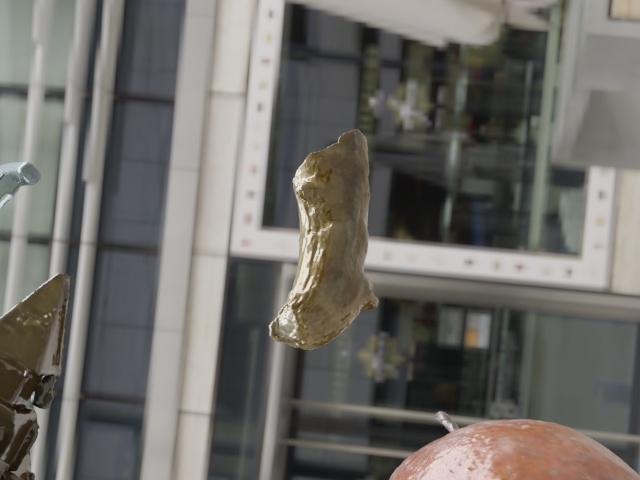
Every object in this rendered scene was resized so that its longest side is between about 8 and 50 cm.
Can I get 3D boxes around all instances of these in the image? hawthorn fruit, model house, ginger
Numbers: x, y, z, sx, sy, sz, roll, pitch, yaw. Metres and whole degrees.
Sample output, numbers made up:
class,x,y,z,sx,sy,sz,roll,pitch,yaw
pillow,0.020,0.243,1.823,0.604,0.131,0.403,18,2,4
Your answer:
class,x,y,z,sx,sy,sz,roll,pitch,yaw
hawthorn fruit,0.122,0.227,0.948,0.231,0.263,0.235,-42,-17,-24
model house,-0.204,0.139,0.915,0.248,0.176,0.181,-62,-9,-2
ginger,0.005,0.001,0.822,0.057,0.044,0.137,49,-140,-52

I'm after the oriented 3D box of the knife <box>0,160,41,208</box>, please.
class,x,y,z,sx,sy,sz,roll,pitch,yaw
knife,-0.248,-0.003,0.745,0.123,0.278,0.053,-48,-53,-23
